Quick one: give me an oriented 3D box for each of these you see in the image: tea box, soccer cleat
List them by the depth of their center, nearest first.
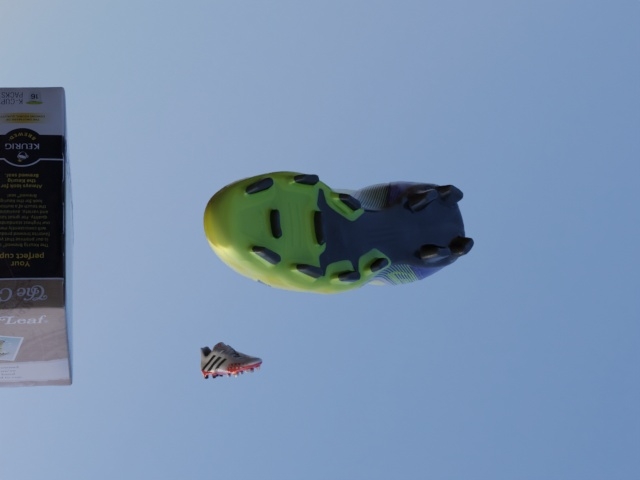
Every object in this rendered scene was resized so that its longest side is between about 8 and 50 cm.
[{"bbox_3d":[0.001,0.001,1.432,0.121,0.093,0.289,-16,171,38],"label":"soccer cleat"},{"bbox_3d":[-0.091,0.119,1.859,0.029,0.036,0.083,-11,180,-44],"label":"soccer cleat"},{"bbox_3d":[-0.472,-0.001,2.291,0.220,0.329,0.324,98,-10,-59],"label":"tea box"}]
